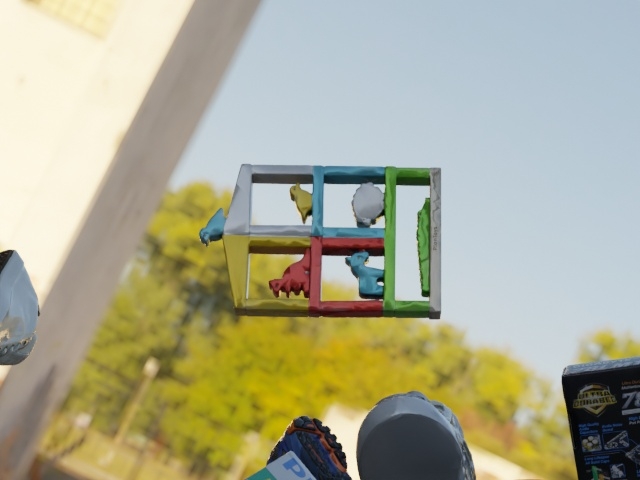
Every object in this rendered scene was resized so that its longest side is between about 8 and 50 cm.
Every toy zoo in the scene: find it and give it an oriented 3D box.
[{"bbox_3d":[0.000,0.000,2.068,0.293,0.192,0.030,0,-22,2],"label":"toy zoo"}]

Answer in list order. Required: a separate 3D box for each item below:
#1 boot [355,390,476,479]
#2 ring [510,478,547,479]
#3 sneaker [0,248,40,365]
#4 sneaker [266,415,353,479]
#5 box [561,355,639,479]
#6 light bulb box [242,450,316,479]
[{"bbox_3d":[0.083,0.183,1.527,0.258,0.095,0.123,68,7,-49],"label":"boot"},{"bbox_3d":[0.235,0.420,1.843,0.336,0.336,0.032,25,-20,8],"label":"ring"},{"bbox_3d":[-0.407,0.121,2.134,0.123,0.106,0.290,64,19,-19],"label":"sneaker"},{"bbox_3d":[0.013,0.316,2.009,0.083,0.087,0.221,-6,60,-52],"label":"sneaker"},{"bbox_3d":[0.501,0.302,2.368,0.295,0.293,0.073,-9,5,14],"label":"box"},{"bbox_3d":[-0.075,0.480,1.762,0.358,0.361,0.225,48,26,11],"label":"light bulb box"}]
